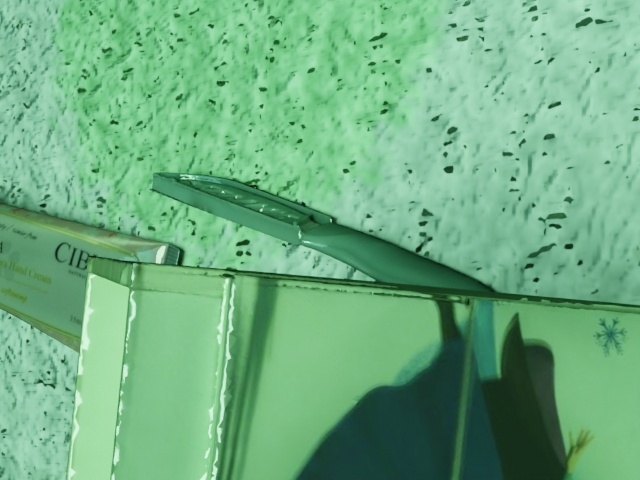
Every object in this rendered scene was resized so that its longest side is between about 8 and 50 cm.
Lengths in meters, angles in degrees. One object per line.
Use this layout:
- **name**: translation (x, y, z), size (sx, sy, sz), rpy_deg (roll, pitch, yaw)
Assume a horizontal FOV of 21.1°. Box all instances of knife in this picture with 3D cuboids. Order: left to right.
- **knife**: translation (0.000, -0.001, 0.693), size (0.210, 0.028, 0.015), rpy_deg (23, 122, 47)

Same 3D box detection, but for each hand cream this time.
- **hand cream**: translation (-0.148, 0.012, 0.843), size (0.210, 0.043, 0.067), rpy_deg (17, 95, 39)

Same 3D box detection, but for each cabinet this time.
- **cabinet**: translation (0.035, 0.085, 0.480), size (0.150, 0.206, 0.145), rpy_deg (-176, 91, -77)
